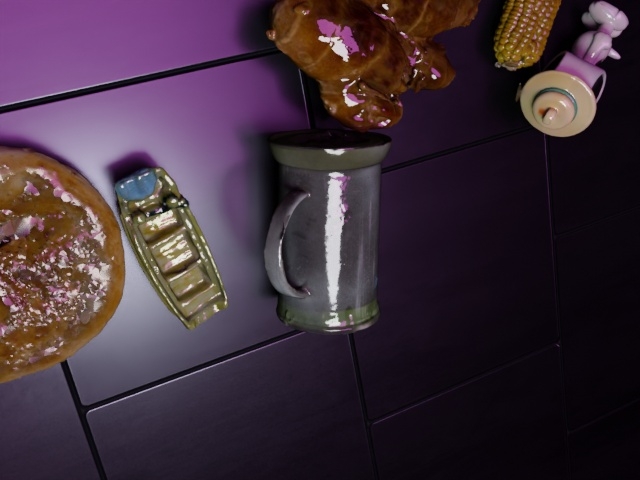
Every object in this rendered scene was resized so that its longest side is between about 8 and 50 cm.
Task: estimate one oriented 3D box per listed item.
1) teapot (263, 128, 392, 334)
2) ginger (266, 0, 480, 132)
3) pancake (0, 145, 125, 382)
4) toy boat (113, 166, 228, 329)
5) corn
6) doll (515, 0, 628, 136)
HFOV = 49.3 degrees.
[{"bbox_3d":[0.000,0.000,1.137,0.270,0.200,0.337,-27,122,-56],"label":"teapot"},{"bbox_3d":[0.103,-0.336,1.113,0.357,0.152,0.274,-40,104,-19],"label":"ginger"},{"bbox_3d":[-0.474,0.043,1.014,0.386,0.082,0.387,-8,110,-21],"label":"pancake"},{"bbox_3d":[-0.242,0.007,1.114,0.111,0.084,0.276,-31,118,-17],"label":"toy boat"},{"bbox_3d":[0.395,-0.466,1.265,0.101,0.102,0.313,14,95,-27],"label":"corn"},{"bbox_3d":[0.474,-0.325,1.299,0.144,0.208,0.271,30,97,8],"label":"doll"}]
